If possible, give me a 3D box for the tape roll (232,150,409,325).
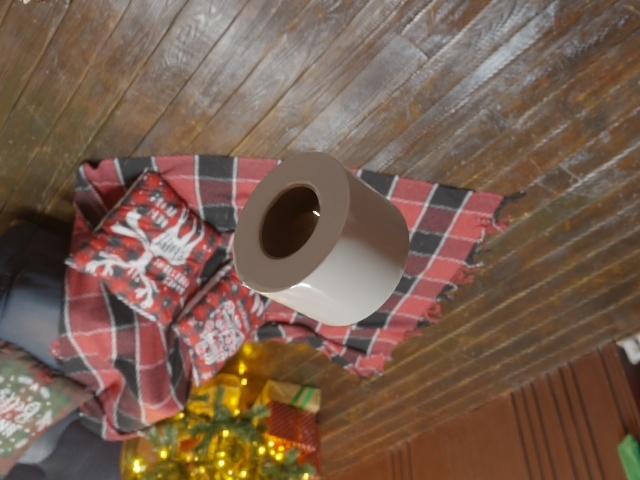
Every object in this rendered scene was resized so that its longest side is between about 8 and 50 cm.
[{"bbox_3d":[0.000,0.000,1.046,0.246,0.246,0.169,-29,140,29],"label":"tape roll"}]

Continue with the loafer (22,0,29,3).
[{"bbox_3d":[-0.368,-0.308,0.591,0.268,0.092,0.102,21,172,-10],"label":"loafer"}]

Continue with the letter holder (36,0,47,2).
[{"bbox_3d":[-0.478,-0.521,0.977,0.302,0.152,0.214,27,136,28],"label":"letter holder"}]
